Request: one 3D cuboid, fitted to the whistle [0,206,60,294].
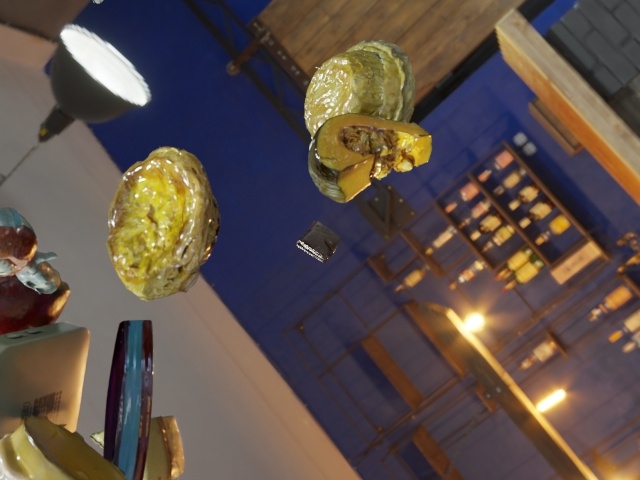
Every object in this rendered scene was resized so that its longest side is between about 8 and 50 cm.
[{"bbox_3d":[-0.580,0.028,1.317,0.134,0.142,0.346,51,169,19],"label":"whistle"}]

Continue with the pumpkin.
[{"bbox_3d":[0.108,-0.183,1.638,0.280,0.190,0.139,12,151,8],"label":"pumpkin"}]

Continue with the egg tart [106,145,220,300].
[{"bbox_3d":[-0.317,-0.031,1.476,0.129,0.341,0.341,17,-147,-50],"label":"egg tart"}]

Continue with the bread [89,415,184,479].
[{"bbox_3d":[-0.447,0.542,1.767,0.240,0.135,0.178,33,-140,-75],"label":"bread"}]

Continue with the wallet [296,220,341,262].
[{"bbox_3d":[0.000,0.000,1.850,0.095,0.026,0.176,35,-158,2],"label":"wallet"}]

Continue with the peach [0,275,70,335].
[{"bbox_3d":[-0.832,0.135,1.714,0.339,0.416,0.353,138,116,-86],"label":"peach"}]

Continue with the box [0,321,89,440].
[{"bbox_3d":[-0.672,0.384,1.593,0.090,0.368,0.373,10,-178,13],"label":"box"}]

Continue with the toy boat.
[{"bbox_3d":[-0.424,0.367,1.556,0.079,0.136,0.392,19,-121,-39],"label":"toy boat"}]

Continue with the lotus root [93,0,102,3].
[{"bbox_3d":[-0.501,-0.627,1.650,0.088,0.165,0.088,35,-145,-29],"label":"lotus root"}]

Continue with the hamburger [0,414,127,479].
[{"bbox_3d":[-0.502,0.480,1.274,0.276,0.237,0.276,37,172,6],"label":"hamburger"}]

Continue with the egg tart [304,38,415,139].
[{"bbox_3d":[0.081,-0.362,1.866,0.169,0.388,0.388,11,-144,-40],"label":"egg tart"}]
